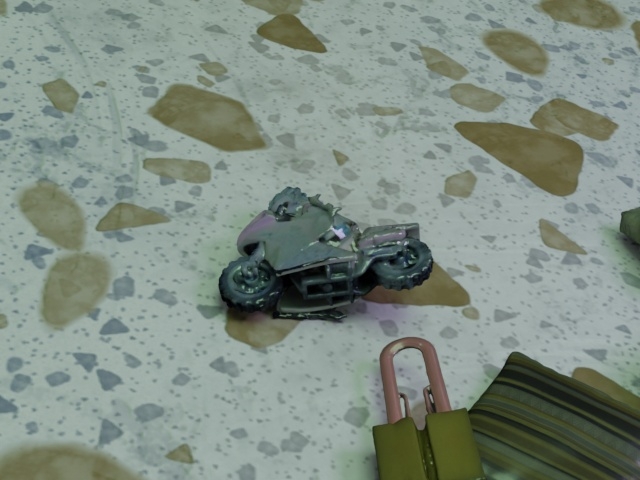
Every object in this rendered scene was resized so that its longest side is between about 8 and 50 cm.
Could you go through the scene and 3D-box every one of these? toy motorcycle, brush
[{"bbox_3d":[0.000,-0.005,1.534,0.239,0.108,0.204,4,39,-12],"label":"toy motorcycle"},{"bbox_3d":[0.103,0.184,1.356,0.103,0.047,0.233,-13,38,4],"label":"brush"}]

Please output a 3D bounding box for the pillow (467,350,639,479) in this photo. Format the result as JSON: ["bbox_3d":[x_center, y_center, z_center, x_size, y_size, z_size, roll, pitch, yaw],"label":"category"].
[{"bbox_3d":[0.248,0.219,1.374,0.208,0.052,0.212,24,45,23],"label":"pillow"}]

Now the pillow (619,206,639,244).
[{"bbox_3d":[0.479,-0.015,1.681,0.134,0.077,0.181,-13,18,-17],"label":"pillow"}]
